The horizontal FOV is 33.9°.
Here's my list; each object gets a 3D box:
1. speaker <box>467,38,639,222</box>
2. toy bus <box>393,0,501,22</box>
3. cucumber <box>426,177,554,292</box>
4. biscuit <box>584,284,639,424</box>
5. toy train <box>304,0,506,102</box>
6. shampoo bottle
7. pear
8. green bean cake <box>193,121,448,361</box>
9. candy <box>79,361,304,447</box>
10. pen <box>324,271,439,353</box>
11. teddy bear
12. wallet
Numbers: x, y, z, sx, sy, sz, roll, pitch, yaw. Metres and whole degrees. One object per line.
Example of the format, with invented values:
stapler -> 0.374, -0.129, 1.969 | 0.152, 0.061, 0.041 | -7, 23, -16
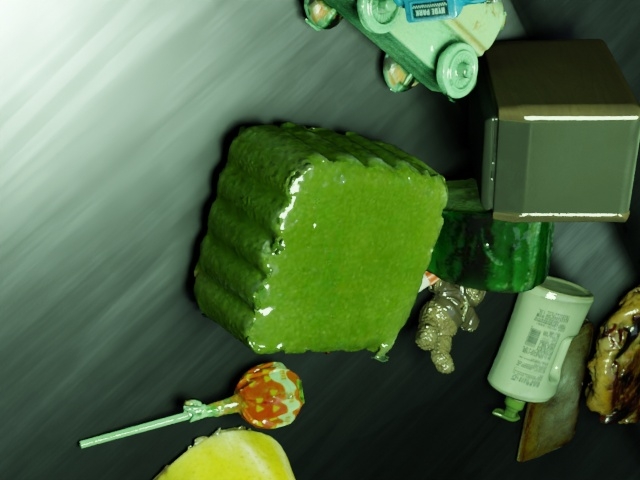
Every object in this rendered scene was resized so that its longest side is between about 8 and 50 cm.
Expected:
speaker -> 0.285, -0.138, 1.295 | 0.193, 0.231, 0.153 | 1, 120, 3
toy bus -> 0.163, -0.314, 1.103 | 0.246, 0.114, 0.134 | -27, 114, -48
cucumber -> 0.216, -0.016, 1.377 | 0.191, 0.191, 0.130 | -18, 118, -31
biscuit -> 0.561, 0.180, 1.822 | 0.334, 0.081, 0.289 | -16, 123, -41
toy train -> 0.104, -0.278, 1.196 | 0.285, 0.116, 0.177 | 30, 81, -43
shampoo bottle -> 0.331, 0.175, 1.632 | 0.118, 0.087, 0.234 | 10, 108, -24
pear -> -0.108, 0.392, 1.344 | 0.267, 0.178, 0.266 | -15, 120, -28
green bean cake -> 0.000, 0.000, 1.221 | 0.250, 0.156, 0.246 | 2, 111, -39
candy -> -0.155, 0.211, 1.291 | 0.288, 0.084, 0.078 | -11, 117, -23
pen -> 0.097, 0.080, 1.423 | 0.239, 0.028, 0.028 | -32, 130, -15
teddy bear -> 0.177, 0.103, 1.484 | 0.160, 0.078, 0.119 | -55, 126, -27
wallet -> 0.401, 0.254, 1.774 | 0.137, 0.031, 0.255 | -15, 124, -35
